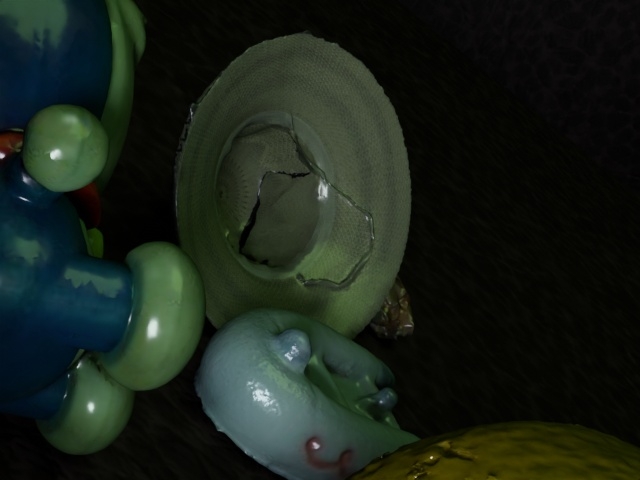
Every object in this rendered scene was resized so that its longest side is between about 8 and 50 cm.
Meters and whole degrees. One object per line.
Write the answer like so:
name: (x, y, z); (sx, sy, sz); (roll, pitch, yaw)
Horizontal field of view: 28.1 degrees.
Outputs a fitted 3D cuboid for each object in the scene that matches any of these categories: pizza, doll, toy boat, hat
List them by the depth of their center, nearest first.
doll: (-0.180, -0.054, 0.677); (0.186, 0.198, 0.322); (8, 47, -38)
toy boat: (0.007, 0.103, 0.872); (0.208, 0.079, 0.134); (24, 30, -44)
hat: (-0.050, -0.033, 0.980); (0.110, 0.252, 0.252); (2, -14, 44)
pizza: (0.000, 0.000, 1.115); (0.195, 0.052, 0.185); (26, 22, -37)

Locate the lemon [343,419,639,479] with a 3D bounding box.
lemon: (0.098, 0.206, 0.578); (0.267, 0.267, 0.267); (36, 20, -16)
